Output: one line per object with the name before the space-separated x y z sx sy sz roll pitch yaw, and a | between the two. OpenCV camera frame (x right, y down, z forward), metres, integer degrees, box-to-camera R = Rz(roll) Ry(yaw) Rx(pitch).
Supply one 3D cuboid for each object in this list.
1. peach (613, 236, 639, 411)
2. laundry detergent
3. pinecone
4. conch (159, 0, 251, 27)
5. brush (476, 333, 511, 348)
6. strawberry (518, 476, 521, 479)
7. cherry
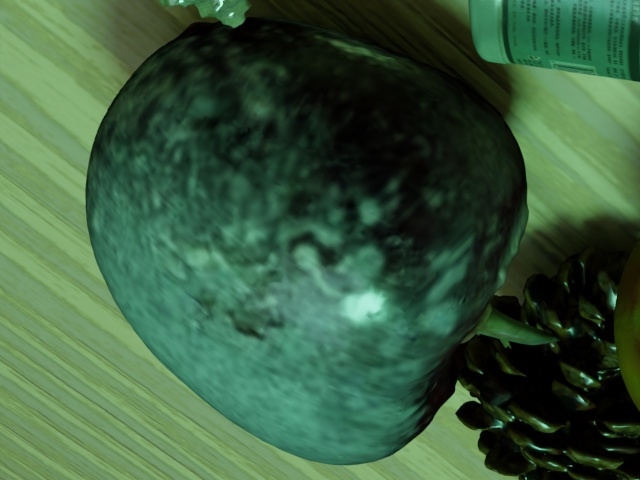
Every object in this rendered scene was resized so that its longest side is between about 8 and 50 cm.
peach | 0.259 0.048 0.946 0.197 0.197 0.197 15 145 11
laundry detergent | 0.189 -0.115 0.855 0.225 0.070 0.099 11 138 18
pinecone | 0.168 0.085 1.076 0.173 0.174 0.173 15 145 11
conch | -0.078 -0.215 0.847 0.178 0.163 0.245 -23 113 7
brush | 0.128 0.101 1.240 0.043 0.014 0.170 11 146 14
strawberry | 0.273 0.194 1.211 0.306 0.137 0.233 22 136 50
cherry | 0.000 0.000 0.998 0.296 0.218 0.255 30 146 8
